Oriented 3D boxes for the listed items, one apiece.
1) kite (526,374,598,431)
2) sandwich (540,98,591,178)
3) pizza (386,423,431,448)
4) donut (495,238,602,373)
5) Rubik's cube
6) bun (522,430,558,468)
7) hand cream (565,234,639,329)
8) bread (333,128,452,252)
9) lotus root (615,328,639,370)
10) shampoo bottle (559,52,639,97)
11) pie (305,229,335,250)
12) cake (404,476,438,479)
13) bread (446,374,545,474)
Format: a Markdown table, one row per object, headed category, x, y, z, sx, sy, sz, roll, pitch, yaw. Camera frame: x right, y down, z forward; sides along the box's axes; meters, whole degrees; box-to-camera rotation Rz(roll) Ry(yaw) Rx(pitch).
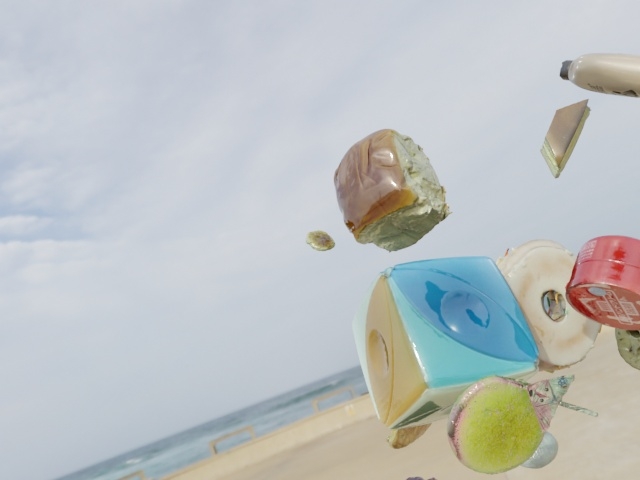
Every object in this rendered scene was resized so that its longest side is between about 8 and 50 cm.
| category | x | y | z | sx | sy | sz | roll | pitch | yaw |
| --- | --- | --- | --- | --- | --- | --- | --- | --- | --- |
| kite | 0.488 | 0.334 | 1.264 | 0.137 | 0.152 | 0.005 | -63 | -7 | 7 |
| sandwich | 0.738 | -0.321 | 1.895 | 0.258 | 0.096 | 0.094 | -60 | -23 | -18 |
| pizza | 0.269 | 0.529 | 1.848 | 0.181 | 0.034 | 0.262 | -28 | -44 | -26 |
| donut | 0.629 | 0.188 | 1.784 | 0.382 | 0.383 | 0.142 | -16 | -4 | -23 |
| Rubik's cube | 0.309 | 0.266 | 1.629 | 0.351 | 0.352 | 0.347 | -9 | -30 | -20 |
| bun | 0.658 | 0.636 | 1.915 | 0.140 | 0.083 | 0.141 | -27 | 16 | 9 |
| hand cream | 0.724 | 0.102 | 1.507 | 0.149 | 0.230 | 0.230 | -63 | 7 | -25 |
| bread | 0.174 | -0.136 | 1.669 | 0.225 | 0.279 | 0.250 | 9 | -35 | -41 |
| lotus root | 0.988 | 0.280 | 1.899 | 0.138 | 0.235 | 0.119 | 2 | 17 | 38 |
| shampoo bottle | 0.608 | -0.336 | 1.259 | 0.127 | 0.078 | 0.257 | 15 | 8 | -41 |
| pie | 0.000 | 0.000 | 1.682 | 0.084 | 0.084 | 0.020 | -13 | -48 | -31 |
| cake | 0.366 | 0.928 | 2.063 | 0.196 | 0.293 | 0.199 | -37 | 18 | 37 |
| bread | 0.378 | 0.392 | 1.313 | 0.228 | 0.229 | 0.033 | -20 | 12 | -4 |
